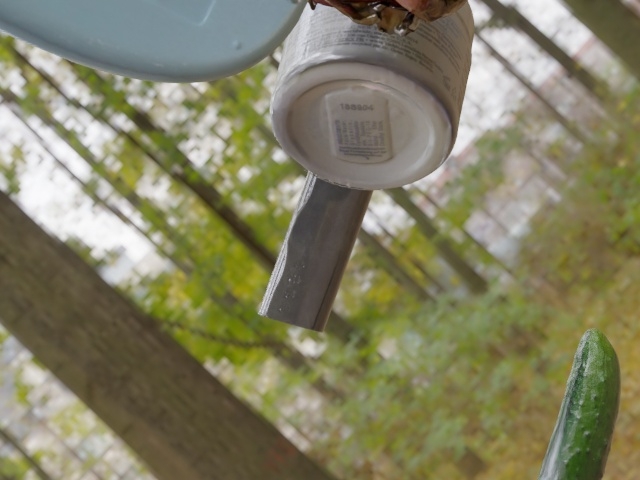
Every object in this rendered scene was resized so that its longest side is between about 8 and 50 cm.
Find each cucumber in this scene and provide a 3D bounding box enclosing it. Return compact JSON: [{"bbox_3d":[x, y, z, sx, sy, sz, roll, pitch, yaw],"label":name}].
[{"bbox_3d":[0.229,0.187,1.388,0.056,0.056,0.250,122,170,-61],"label":"cucumber"}]

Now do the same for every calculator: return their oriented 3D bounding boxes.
[{"bbox_3d":[-0.141,-0.204,0.888,0.188,0.303,0.042,-66,17,-4],"label":"calculator"}]

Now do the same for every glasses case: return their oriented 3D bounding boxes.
[{"bbox_3d":[0.000,-0.002,1.608,0.042,0.072,0.190,-173,103,-78],"label":"glasses case"}]

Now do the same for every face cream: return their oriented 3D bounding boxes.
[{"bbox_3d":[0.049,-0.156,1.450,0.177,0.177,0.153,126,163,-49],"label":"face cream"}]

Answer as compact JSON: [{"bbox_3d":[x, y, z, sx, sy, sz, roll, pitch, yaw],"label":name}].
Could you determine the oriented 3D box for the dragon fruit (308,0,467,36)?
[{"bbox_3d":[0.021,-0.302,1.246,0.250,0.315,0.250,-9,-20,-3],"label":"dragon fruit"}]
